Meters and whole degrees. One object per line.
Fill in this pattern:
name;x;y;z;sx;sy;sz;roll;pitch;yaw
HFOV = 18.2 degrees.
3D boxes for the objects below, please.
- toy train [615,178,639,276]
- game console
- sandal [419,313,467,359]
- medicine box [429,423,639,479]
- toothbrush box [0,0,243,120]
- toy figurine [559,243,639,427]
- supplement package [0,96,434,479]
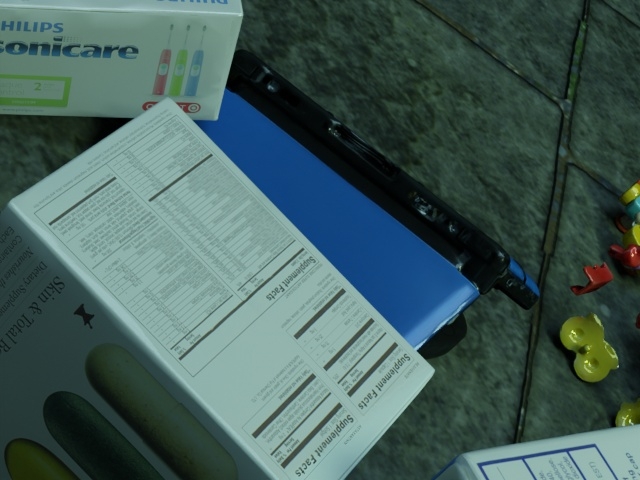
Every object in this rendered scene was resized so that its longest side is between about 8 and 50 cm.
toy train;0.339;0.016;1.970;0.125;0.046;0.166;24;43;-28
game console;0.000;0.000;1.608;0.293;0.173;0.250;40;1;20
sandal;0.037;0.069;1.605;0.097;0.054;0.254;52;36;10
medicine box;0.139;0.255;1.338;0.289;0.263;0.149;-1;54;-46
toothbrush box;-0.187;-0.238;1.582;0.206;0.122;0.283;0;49;-15
toy figurine;0.407;0.140;1.797;0.217;0.191;0.363;-12;64;-55
supplement package;-0.109;0.088;1.316;0.263;0.199;0.198;46;36;2
